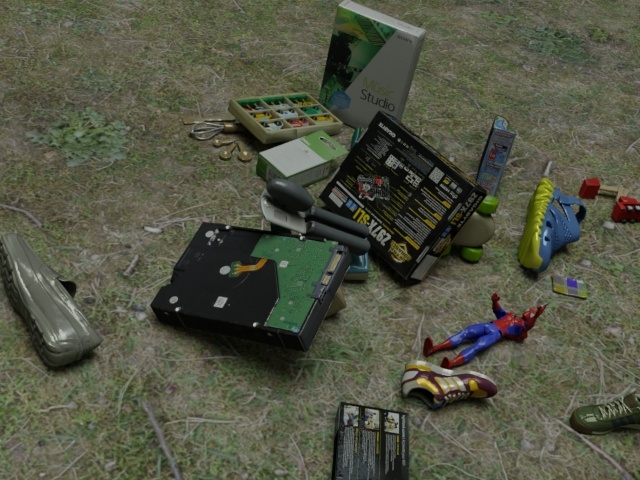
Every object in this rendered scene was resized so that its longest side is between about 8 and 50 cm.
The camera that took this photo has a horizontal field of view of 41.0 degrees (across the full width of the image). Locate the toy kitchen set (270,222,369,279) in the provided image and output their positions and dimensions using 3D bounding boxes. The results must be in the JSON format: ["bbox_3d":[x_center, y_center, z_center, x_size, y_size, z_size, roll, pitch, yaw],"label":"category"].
[{"bbox_3d":[0.000,0.000,1.833,0.207,0.166,0.122,-2,64,-1],"label":"toy kitchen set"}]

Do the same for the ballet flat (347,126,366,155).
[{"bbox_3d":[0.104,-0.227,2.204,0.070,0.070,0.188,16,45,4],"label":"ballet flat"}]

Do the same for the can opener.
[{"bbox_3d":[-0.004,-0.040,1.753,0.280,0.093,0.074,23,53,-35],"label":"can opener"}]

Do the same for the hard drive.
[{"bbox_3d":[-0.135,0.084,1.684,0.339,0.064,0.237,7,51,26],"label":"hard drive"}]

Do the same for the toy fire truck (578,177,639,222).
[{"bbox_3d":[0.791,-0.105,2.244,0.192,0.047,0.135,0,41,-15],"label":"toy fire truck"}]

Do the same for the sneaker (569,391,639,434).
[{"bbox_3d":[0.590,0.329,1.678,0.192,0.086,0.064,2,42,-12],"label":"sneaker"}]

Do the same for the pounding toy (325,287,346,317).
[{"bbox_3d":[-0.024,0.096,1.757,0.100,0.130,0.141,-27,45,10],"label":"pounding toy"}]

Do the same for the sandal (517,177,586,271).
[{"bbox_3d":[0.562,-0.034,2.057,0.138,0.126,0.317,23,44,6],"label":"sandal"}]

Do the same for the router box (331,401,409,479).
[{"bbox_3d":[0.090,0.380,1.529,0.133,0.046,0.179,10,41,-3],"label":"router box"}]

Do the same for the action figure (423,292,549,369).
[{"bbox_3d":[0.355,0.170,1.768,0.280,0.139,0.091,-15,49,-31],"label":"action figure"}]

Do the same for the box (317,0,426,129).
[{"bbox_3d":[0.126,-0.441,2.249,0.232,0.322,0.058,25,39,15],"label":"box"}]

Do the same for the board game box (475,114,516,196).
[{"bbox_3d":[0.449,-0.227,2.185,0.060,0.194,0.194,17,42,6],"label":"board game box"}]

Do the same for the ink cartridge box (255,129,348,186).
[{"bbox_3d":[-0.044,-0.195,2.128,0.209,0.062,0.109,-25,53,-35],"label":"ink cartridge box"}]

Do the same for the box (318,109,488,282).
[{"bbox_3d":[0.179,-0.104,1.940,0.322,0.257,0.079,44,18,32],"label":"box"}]

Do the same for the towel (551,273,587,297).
[{"bbox_3d":[0.575,0.106,1.983,0.083,0.009,0.060,14,40,2],"label":"towel"}]

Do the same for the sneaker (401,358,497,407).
[{"bbox_3d":[0.248,0.293,1.659,0.186,0.069,0.084,10,50,7],"label":"sneaker"}]

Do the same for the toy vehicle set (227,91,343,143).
[{"bbox_3d":[-0.090,-0.324,2.246,0.267,0.035,0.166,-14,47,-42],"label":"toy vehicle set"}]

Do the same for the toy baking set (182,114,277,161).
[{"bbox_3d":[-0.224,-0.285,2.209,0.256,0.030,0.197,36,46,25],"label":"toy baking set"}]

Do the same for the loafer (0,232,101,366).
[{"bbox_3d":[-0.527,0.105,1.648,0.111,0.112,0.319,-16,56,-35],"label":"loafer"}]

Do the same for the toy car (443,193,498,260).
[{"bbox_3d":[0.330,-0.069,2.027,0.149,0.155,0.188,10,29,-2],"label":"toy car"}]
